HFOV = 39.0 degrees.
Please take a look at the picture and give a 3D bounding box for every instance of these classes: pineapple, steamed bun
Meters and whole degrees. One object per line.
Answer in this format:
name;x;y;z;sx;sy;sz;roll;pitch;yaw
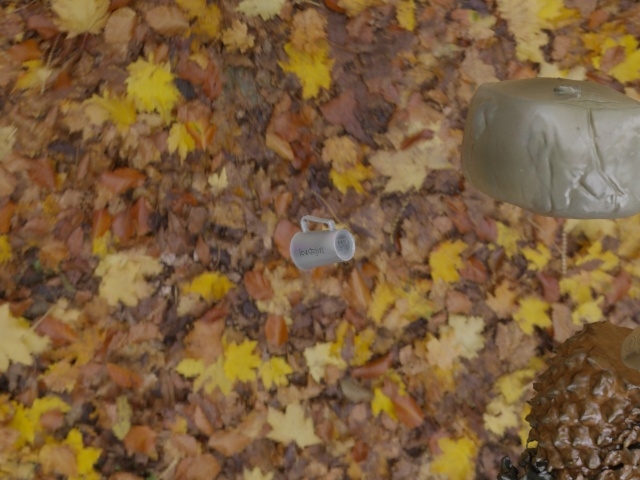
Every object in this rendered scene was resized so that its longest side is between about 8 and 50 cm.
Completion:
pineapple;0.367;0.303;1.263;0.223;0.223;0.357;21;110;-14
steamed bun;0.390;-0.165;1.614;0.236;0.383;0.247;-6;111;-27

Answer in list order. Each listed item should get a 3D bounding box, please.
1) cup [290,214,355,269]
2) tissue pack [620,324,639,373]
cup;0.000;0.000;1.728;0.074;0.116;0.104;-16;94;-47
tissue pack;0.414;0.107;0.756;0.215;0.123;0.256;44;144;3
